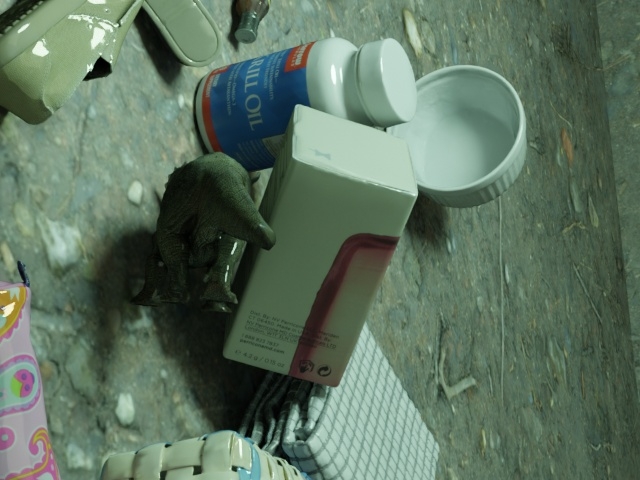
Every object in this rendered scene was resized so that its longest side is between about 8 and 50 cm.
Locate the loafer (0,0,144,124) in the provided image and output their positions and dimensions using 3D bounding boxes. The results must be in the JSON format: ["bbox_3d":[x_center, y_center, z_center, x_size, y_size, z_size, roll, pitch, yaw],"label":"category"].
[{"bbox_3d":[-0.216,-0.188,1.027,0.268,0.102,0.092,-52,128,-45],"label":"loafer"}]

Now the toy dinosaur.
[{"bbox_3d":[-0.110,-0.018,1.071,0.313,0.121,0.160,132,-38,-79],"label":"toy dinosaur"}]

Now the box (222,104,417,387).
[{"bbox_3d":[-0.003,0.005,1.168,0.148,0.127,0.232,-90,-161,-63],"label":"box"}]

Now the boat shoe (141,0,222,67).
[{"bbox_3d":[-0.173,-0.273,1.200,0.206,0.075,0.065,61,-12,-21],"label":"boat shoe"}]

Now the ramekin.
[{"bbox_3d":[0.210,-0.145,1.726,0.109,0.207,0.207,49,39,-60],"label":"ramekin"}]

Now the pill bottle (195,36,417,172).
[{"bbox_3d":[-0.014,-0.151,1.260,0.124,0.222,0.124,34,51,-55],"label":"pill bottle"}]

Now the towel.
[{"bbox_3d":[0.019,0.234,1.274,0.235,0.121,0.283,59,21,-19],"label":"towel"}]

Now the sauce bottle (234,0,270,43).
[{"bbox_3d":[-0.080,-0.290,1.385,0.042,0.042,0.128,49,42,-45],"label":"sauce bottle"}]

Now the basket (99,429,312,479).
[{"bbox_3d":[-0.078,0.306,0.984,0.254,0.201,0.289,-89,154,-43],"label":"basket"}]

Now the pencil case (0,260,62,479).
[{"bbox_3d":[-0.240,0.164,0.818,0.124,0.124,0.284,-5,84,-63],"label":"pencil case"}]
